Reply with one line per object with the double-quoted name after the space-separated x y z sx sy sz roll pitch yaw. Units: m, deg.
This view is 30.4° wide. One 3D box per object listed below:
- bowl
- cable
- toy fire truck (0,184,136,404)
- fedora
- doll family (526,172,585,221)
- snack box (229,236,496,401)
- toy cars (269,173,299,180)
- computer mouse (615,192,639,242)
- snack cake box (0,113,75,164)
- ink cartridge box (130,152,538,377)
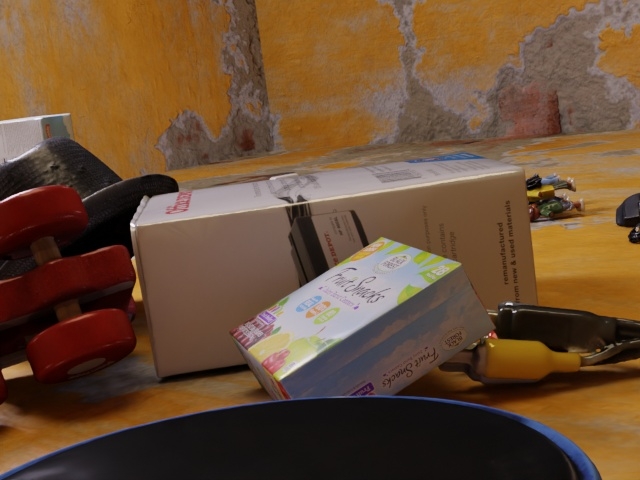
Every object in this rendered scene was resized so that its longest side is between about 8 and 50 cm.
-0.035 0.167 0.614 0.391 0.077 0.391 -7 8 1 "bowl"
0.247 0.098 0.991 0.287 0.072 0.139 7 3 12 "cable"
-0.322 0.089 1.160 0.302 0.169 0.254 -20 -14 -18 "toy fire truck"
-0.336 -0.028 1.481 0.334 0.152 0.334 -35 -7 -5 "fedora"
0.352 -0.074 1.927 0.111 0.076 0.193 -12 4 -2 "doll family"
0.028 0.077 1.005 0.174 0.070 0.207 -31 14 -9 "snack box"
-0.073 -0.067 2.176 0.176 0.087 0.394 -7 9 5 "toy cars"
0.456 -0.036 1.668 0.071 0.041 0.242 -5 9 13 "computer mouse"
-0.455 -0.059 1.846 0.152 0.265 0.089 -4 9 20 "snack cake box"
0.007 0.014 1.289 0.394 0.166 0.285 -8 8 -3 "ink cartridge box"
